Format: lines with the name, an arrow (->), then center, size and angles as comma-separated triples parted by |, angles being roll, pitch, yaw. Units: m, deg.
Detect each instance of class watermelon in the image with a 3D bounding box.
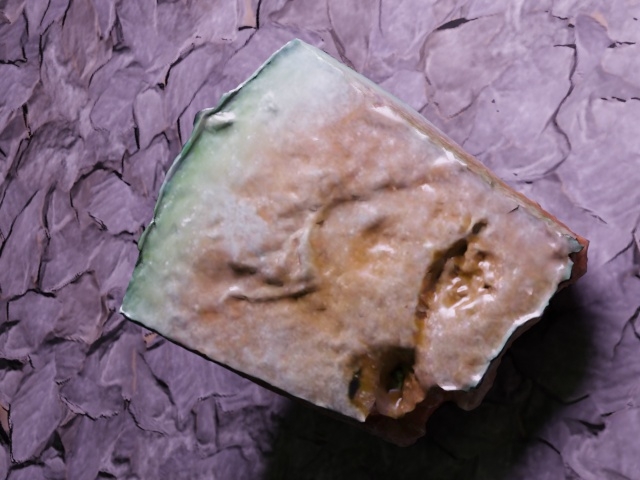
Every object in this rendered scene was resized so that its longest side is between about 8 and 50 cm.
watermelon -> 0.026, 0.024, 1.344 | 0.302, 0.151, 0.264 | 33, 98, 11
